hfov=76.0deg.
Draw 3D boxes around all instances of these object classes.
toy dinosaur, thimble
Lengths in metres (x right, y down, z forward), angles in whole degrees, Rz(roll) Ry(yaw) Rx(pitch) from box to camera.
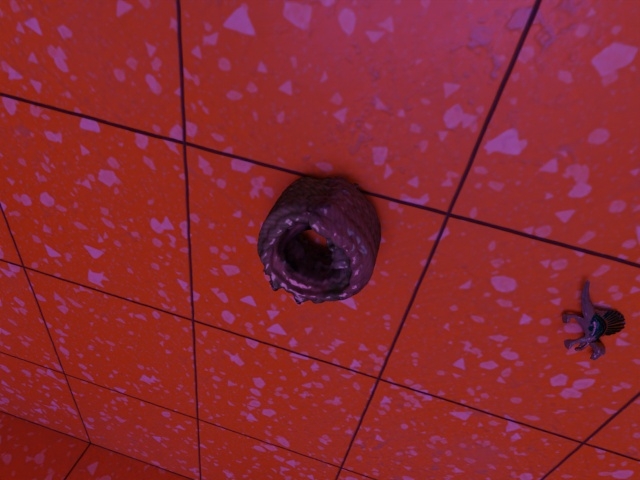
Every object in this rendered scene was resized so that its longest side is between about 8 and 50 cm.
[{"bbox_3d":[0.507,0.153,0.752,0.106,0.044,0.188,3,113,-1],"label":"toy dinosaur"},{"bbox_3d":[0.000,0.000,0.724,0.218,0.150,0.219,9,127,12],"label":"thimble"}]
